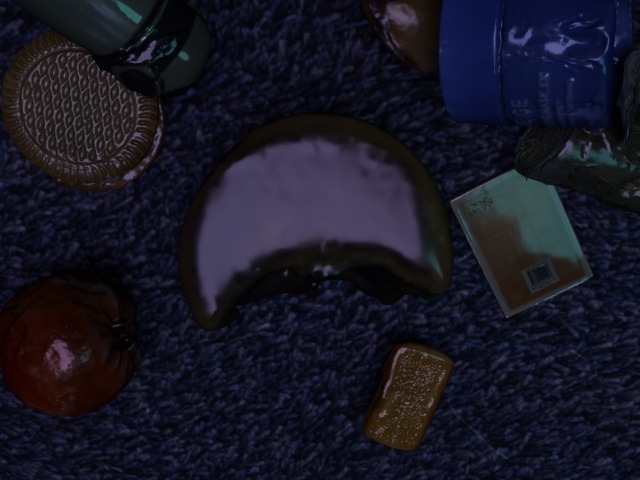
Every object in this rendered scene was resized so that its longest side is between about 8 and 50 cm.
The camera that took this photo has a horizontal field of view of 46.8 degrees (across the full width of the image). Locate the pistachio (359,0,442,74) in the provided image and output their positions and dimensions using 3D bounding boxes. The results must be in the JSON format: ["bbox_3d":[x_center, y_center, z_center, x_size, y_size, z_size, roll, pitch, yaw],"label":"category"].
[{"bbox_3d":[0.133,-0.338,1.106,0.210,0.131,0.165,42,59,-29],"label":"pistachio"}]

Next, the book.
[{"bbox_3d":[0.342,-0.004,1.258,0.170,0.018,0.241,-26,105,6],"label":"book"}]

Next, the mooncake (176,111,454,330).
[{"bbox_3d":[0.000,0.000,1.137,0.394,0.246,0.393,35,97,-10],"label":"mooncake"}]

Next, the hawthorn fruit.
[{"bbox_3d":[-0.435,0.167,1.197,0.272,0.242,0.241,-8,106,13],"label":"hawthorn fruit"}]

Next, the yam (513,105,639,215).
[{"bbox_3d":[0.446,-0.135,1.158,0.255,0.154,0.153,17,105,-8],"label":"yam"}]

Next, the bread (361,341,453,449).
[{"bbox_3d":[0.150,0.269,1.304,0.116,0.077,0.200,19,103,-4],"label":"bread"}]

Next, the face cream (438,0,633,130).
[{"bbox_3d":[0.304,-0.281,1.024,0.225,0.249,0.248,7,108,26],"label":"face cream"}]

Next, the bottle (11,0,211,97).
[{"bbox_3d":[-0.302,-0.338,1.010,0.347,0.168,0.168,38,103,-30],"label":"bottle"}]

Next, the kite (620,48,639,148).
[{"bbox_3d":[0.471,-0.247,1.087,0.015,0.245,0.141,11,134,28],"label":"kite"}]

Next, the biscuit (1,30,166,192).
[{"bbox_3d":[-0.369,-0.200,1.163,0.259,0.079,0.259,0,105,-2],"label":"biscuit"}]
